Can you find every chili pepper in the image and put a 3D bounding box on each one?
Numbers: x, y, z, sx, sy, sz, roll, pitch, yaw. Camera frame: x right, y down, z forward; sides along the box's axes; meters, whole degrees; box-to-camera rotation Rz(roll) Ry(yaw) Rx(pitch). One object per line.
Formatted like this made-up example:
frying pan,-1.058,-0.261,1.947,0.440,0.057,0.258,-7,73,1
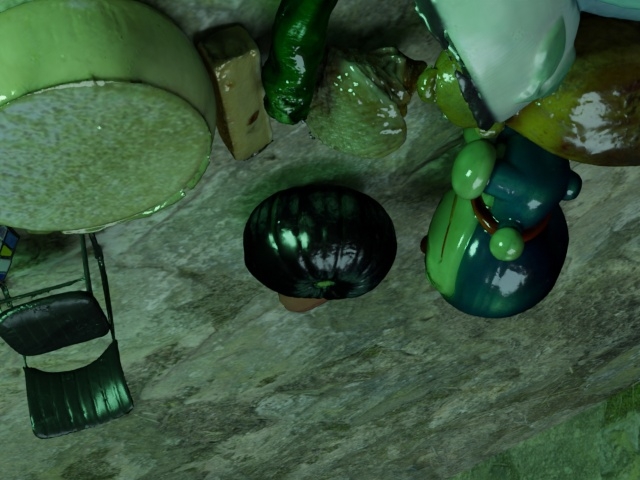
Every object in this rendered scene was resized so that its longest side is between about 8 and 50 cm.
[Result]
chili pepper,-0.014,-0.209,1.040,0.061,0.098,0.224,15,140,-3

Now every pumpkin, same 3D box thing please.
pumpkin,0.000,0.000,1.403,0.202,0.140,0.202,-3,160,-1

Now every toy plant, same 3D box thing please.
toy plant,0.235,-0.264,0.936,0.332,0.247,0.247,-26,153,13

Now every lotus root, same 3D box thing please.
lotus root,0.333,-0.179,1.254,0.291,0.193,0.193,-12,153,-18

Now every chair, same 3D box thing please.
chair,-0.313,0.105,1.301,0.140,0.221,0.145,-16,155,-5

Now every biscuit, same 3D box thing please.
biscuit,-0.085,-0.151,1.146,0.056,0.052,0.188,-28,157,-10

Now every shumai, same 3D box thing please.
shumai,0.051,-0.163,1.168,0.116,0.146,0.145,-54,169,-28

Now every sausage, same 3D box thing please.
sausage,0.007,0.056,1.602,0.154,0.062,0.062,-29,152,23

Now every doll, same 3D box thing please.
doll,0.232,-0.018,1.406,0.186,0.198,0.322,16,148,5
doll,0.187,-0.214,1.132,0.137,0.097,0.209,25,107,-27

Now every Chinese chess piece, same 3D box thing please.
Chinese chess piece,-0.234,-0.114,1.051,0.270,0.112,0.270,-14,153,-8

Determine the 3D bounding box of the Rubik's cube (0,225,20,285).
Rubik's cube,-0.386,0.008,1.209,0.111,0.093,0.111,-15,153,-8
